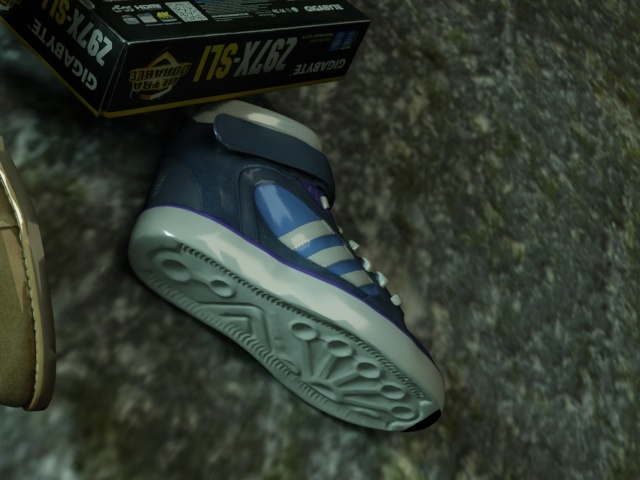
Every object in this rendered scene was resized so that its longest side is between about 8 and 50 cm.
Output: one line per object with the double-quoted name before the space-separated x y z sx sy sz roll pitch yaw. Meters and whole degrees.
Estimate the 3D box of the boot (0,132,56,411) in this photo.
"boot" -0.255 -0.026 0.681 0.115 0.112 0.305 -15 85 -34

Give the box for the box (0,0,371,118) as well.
"box" -0.144 -0.232 0.952 0.257 0.079 0.322 41 34 22

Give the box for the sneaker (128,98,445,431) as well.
"sneaker" -0.001 0.000 0.941 0.323 0.130 0.236 34 47 -14
